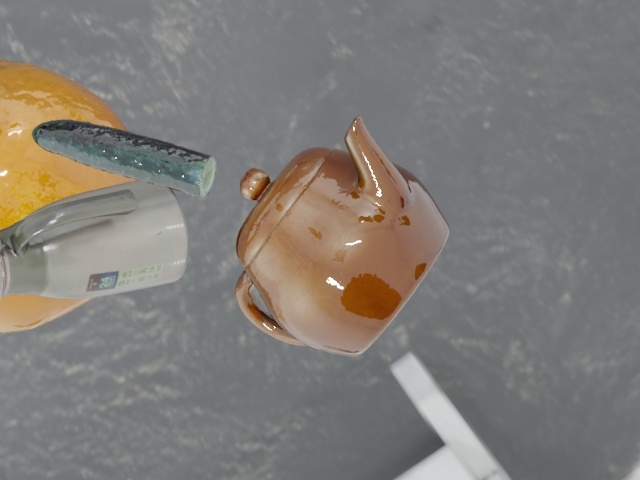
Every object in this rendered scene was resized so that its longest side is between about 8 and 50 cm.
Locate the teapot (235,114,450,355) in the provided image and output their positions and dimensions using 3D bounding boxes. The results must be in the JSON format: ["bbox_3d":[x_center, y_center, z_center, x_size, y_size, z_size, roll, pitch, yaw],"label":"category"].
[{"bbox_3d":[0.000,0.000,0.805,0.116,0.116,0.173,5,144,-28],"label":"teapot"}]

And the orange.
[{"bbox_3d":[-0.347,-0.051,1.638,0.312,0.312,0.312,-12,126,-18],"label":"orange"}]

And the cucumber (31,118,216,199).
[{"bbox_3d":[-0.135,-0.060,0.996,0.133,0.032,0.032,17,123,15],"label":"cucumber"}]

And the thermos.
[{"bbox_3d":[-0.224,-0.002,1.381,0.193,0.105,0.137,-11,159,-34],"label":"thermos"}]
